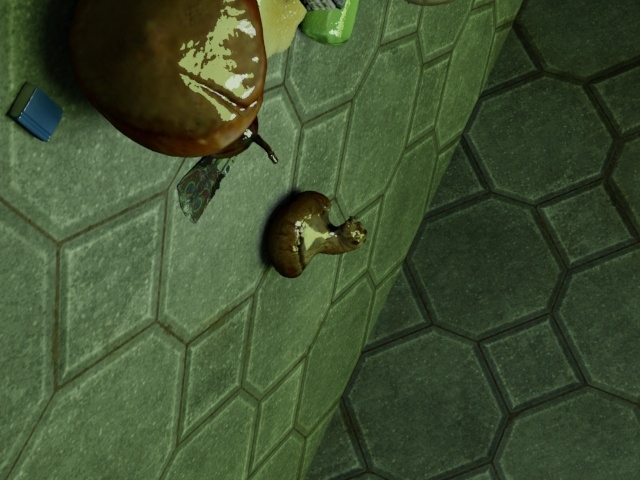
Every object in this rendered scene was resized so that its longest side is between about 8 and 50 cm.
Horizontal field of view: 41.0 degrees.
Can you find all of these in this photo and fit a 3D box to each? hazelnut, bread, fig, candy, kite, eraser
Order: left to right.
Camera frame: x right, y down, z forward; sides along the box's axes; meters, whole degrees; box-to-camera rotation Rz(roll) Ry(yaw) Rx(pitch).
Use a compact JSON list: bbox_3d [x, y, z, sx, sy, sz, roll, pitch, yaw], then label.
[{"bbox_3d":[-0.449,-0.202,1.356,0.063,0.027,0.084,-66,160,-13],"label":"eraser"},{"bbox_3d":[-0.241,-0.314,1.406,0.372,0.315,0.372,-171,-90,-83],"label":"hazelnut"},{"bbox_3d":[-0.234,-0.176,1.953,0.285,0.015,0.152,-60,158,-24],"label":"kite"},{"bbox_3d":[-0.196,-0.240,1.784,0.149,0.202,0.148,-10,109,-27],"label":"fig"},{"bbox_3d":[-0.094,-0.550,1.905,0.316,0.054,0.316,-53,153,-43],"label":"bread"},{"bbox_3d":[0.053,-0.645,2.079,0.142,0.132,0.343,1,109,-52],"label":"candy"}]

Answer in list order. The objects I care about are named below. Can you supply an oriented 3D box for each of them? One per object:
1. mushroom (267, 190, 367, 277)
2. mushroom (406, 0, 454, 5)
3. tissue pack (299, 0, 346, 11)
[{"bbox_3d":[-0.037,-0.004,2.389,0.267,0.254,0.267,-25,137,-25],"label":"mushroom"},{"bbox_3d":[0.315,-0.835,2.475,0.290,0.293,0.292,-99,-165,-59],"label":"mushroom"},{"bbox_3d":[-0.032,-0.674,1.757,0.361,0.122,0.259,42,59,-58],"label":"tissue pack"}]
